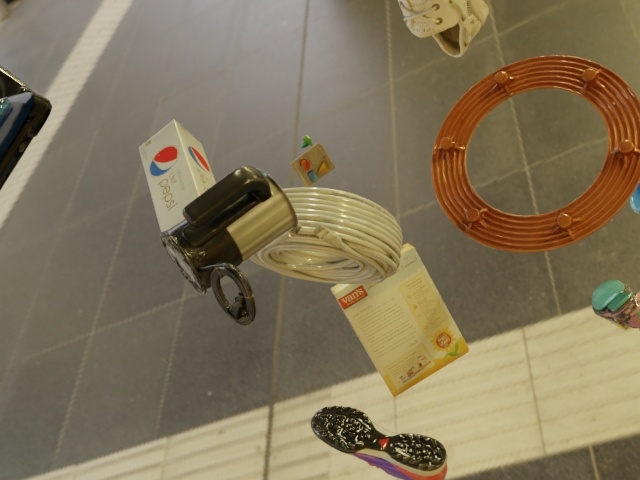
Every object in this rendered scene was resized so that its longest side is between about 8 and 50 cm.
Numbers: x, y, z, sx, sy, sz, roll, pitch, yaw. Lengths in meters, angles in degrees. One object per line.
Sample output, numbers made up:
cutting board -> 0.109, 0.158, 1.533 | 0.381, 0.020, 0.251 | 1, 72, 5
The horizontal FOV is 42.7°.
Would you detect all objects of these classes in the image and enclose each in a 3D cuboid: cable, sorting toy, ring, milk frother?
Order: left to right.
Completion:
milk frother -> -0.080, 0.006, 0.895 | 0.134, 0.143, 0.129 | -37, -7, -18
sorting toy -> -0.018, -0.132, 1.350 | 0.062, 0.083, 0.012 | -35, 34, -3
cable -> 0.000, 0.000, 1.296 | 0.257, 0.257, 0.089 | -11, 65, 47
ring -> 0.326, -0.143, 1.259 | 0.336, 0.032, 0.337 | -11, 65, 24

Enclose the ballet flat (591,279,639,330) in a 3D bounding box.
ballet flat -> 0.523, 0.120, 1.408 | 0.077, 0.079, 0.221 | -43, -3, 6

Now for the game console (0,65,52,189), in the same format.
game console -> -0.375, -0.035, 0.683 | 0.250, 0.173, 0.293 | 34, 93, 15

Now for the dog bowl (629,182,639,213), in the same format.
dog bowl -> 0.722, -0.150, 1.699 | 0.074, 0.297, 0.166 | 8, 66, 4

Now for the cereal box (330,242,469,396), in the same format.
cereal box -> 0.150, 0.149, 1.533 | 0.173, 0.240, 0.047 | -30, 14, -3

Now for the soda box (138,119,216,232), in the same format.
soda box -> -0.192, -0.073, 1.154 | 0.074, 0.069, 0.216 | -37, 45, 11

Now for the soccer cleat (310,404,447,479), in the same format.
soccer cleat -> 0.123, 0.456, 1.788 | 0.318, 0.116, 0.109 | 13, 47, 24

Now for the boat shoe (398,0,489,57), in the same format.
boat shoe -> 0.159, -0.333, 1.153 | 0.098, 0.277, 0.096 | 18, 90, 35
